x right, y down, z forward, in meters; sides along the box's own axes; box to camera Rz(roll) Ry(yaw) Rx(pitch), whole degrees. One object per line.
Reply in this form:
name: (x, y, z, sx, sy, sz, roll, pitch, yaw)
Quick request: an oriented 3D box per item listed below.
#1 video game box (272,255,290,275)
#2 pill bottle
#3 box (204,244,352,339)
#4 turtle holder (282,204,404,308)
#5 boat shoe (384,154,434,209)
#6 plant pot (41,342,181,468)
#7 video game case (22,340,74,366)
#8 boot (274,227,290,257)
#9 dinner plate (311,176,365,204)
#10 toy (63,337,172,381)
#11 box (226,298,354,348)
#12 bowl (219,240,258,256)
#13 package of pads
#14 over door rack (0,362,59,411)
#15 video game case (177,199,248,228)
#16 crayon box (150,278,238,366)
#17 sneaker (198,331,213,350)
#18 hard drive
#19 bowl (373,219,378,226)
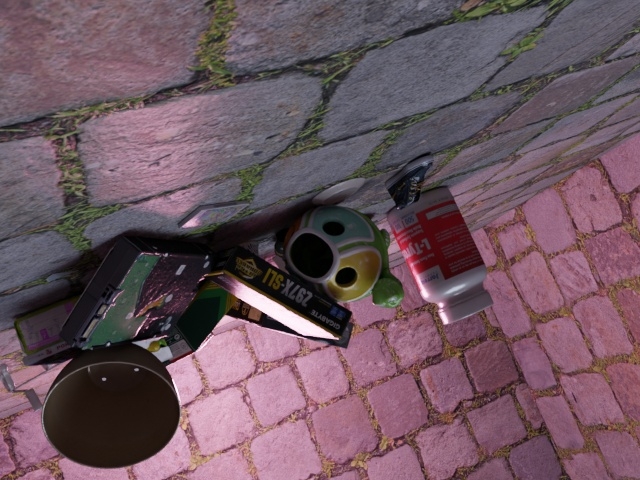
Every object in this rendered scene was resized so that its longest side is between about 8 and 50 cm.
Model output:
video game box: (-0.068, 0.135, 2.106, 0.048, 0.205, 0.187, -38, 171, 1)
pill bottle: (0.394, 0.054, 2.122, 0.229, 0.407, 0.229, -23, 170, -4)
box: (-0.112, 0.128, 1.579, 0.079, 0.322, 0.257, -63, -163, -16)
turtle holder: (0.043, 0.061, 1.603, 0.243, 0.320, 0.227, -34, 166, 21)
boat shoe: (0.236, -0.143, 1.642, 0.065, 0.083, 0.183, -18, 169, -31)
plant pot: (-0.461, 0.336, 1.470, 0.284, 0.284, 0.191, -23, -152, -4)
video game case: (-0.537, 0.234, 1.468, 0.183, 0.023, 0.201, -22, 173, -5)
boot: (-0.030, -0.013, 1.790, 0.198, 0.076, 0.137, -23, 166, -9)
dinner plate: (0.045, -0.113, 1.570, 0.141, 0.017, 0.141, -23, 169, -5)
toy: (-0.495, 0.286, 1.609, 0.237, 0.056, 0.136, -23, 135, -16)
box: (-0.130, 0.250, 2.120, 0.318, 0.097, 0.395, 22, 170, -28)
bowl: (-0.229, 0.071, 1.746, 0.170, 0.080, 0.170, -23, 171, -4)
package of pads: (-0.553, 0.189, 1.573, 0.297, 0.101, 0.229, -21, 172, -13)
over door rack: (-0.694, 0.316, 1.717, 0.239, 0.108, 0.324, -31, -164, -34)
video game case: (-0.213, -0.052, 1.306, 0.122, 0.011, 0.087, -12, 166, -48)
crayon box: (-0.427, 0.250, 1.856, 0.363, 0.106, 0.313, -28, -167, 30)
sneaker: (-0.381, 0.301, 1.914, 0.161, 0.057, 0.075, -30, -167, 41)
hard drive: (-0.362, 0.106, 1.366, 0.237, 0.064, 0.339, -56, 165, 8)
bowl: (0.077, 0.060, 2.086, 0.298, 0.134, 0.298, -27, -178, 1)
